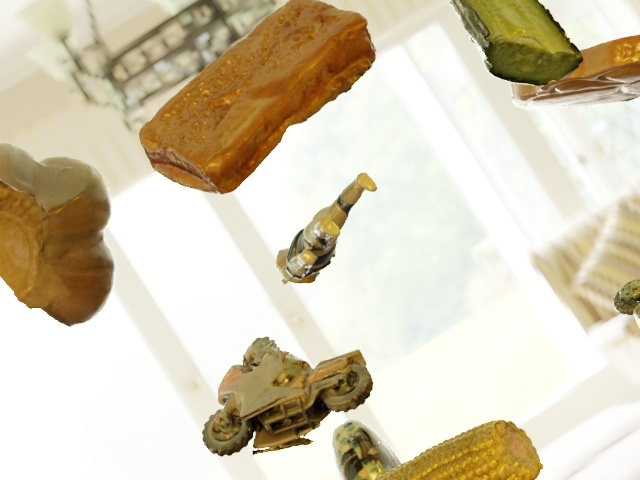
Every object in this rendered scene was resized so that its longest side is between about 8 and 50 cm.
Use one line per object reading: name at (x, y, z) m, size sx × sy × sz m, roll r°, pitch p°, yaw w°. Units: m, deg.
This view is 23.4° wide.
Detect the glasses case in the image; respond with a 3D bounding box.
glasses case at (0.090, 0.320, 1.753) m, size 0.076 × 0.125 × 0.327 m, roll -27°, pitch -44°, yaw 2°

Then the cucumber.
cucumber at (0.218, -0.263, 1.891) m, size 0.115 × 0.193 × 0.086 m, roll -17°, pitch -24°, yaw -30°

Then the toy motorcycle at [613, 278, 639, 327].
toy motorcycle at (0.355, 0.068, 1.482) m, size 0.106 × 0.074 × 0.190 m, roll -30°, pitch 24°, yaw -2°

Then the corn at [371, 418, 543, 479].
corn at (0.099, 0.252, 1.512) m, size 0.248 × 0.081 × 0.081 m, roll -33°, pitch -1°, yaw 27°

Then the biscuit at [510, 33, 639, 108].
biscuit at (0.428, -0.233, 2.131) m, size 0.351 × 0.057 × 0.312 m, roll -13°, pitch -4°, yaw 33°

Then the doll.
doll at (0.000, 0.000, 1.818) m, size 0.114 × 0.057 × 0.227 m, roll -57°, pitch 6°, yaw -30°

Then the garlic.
garlic at (-0.360, -0.008, 1.847) m, size 0.237 × 0.210 × 0.292 m, roll 6°, pitch 8°, yaw -5°

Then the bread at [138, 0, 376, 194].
bread at (-0.058, -0.151, 1.629) m, size 0.271 × 0.139 × 0.077 m, roll -46°, pitch -39°, yaw -29°

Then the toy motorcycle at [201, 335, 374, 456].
toy motorcycle at (-0.050, 0.187, 2.113) m, size 0.239 × 0.108 × 0.204 m, roll -8°, pitch 36°, yaw 0°
